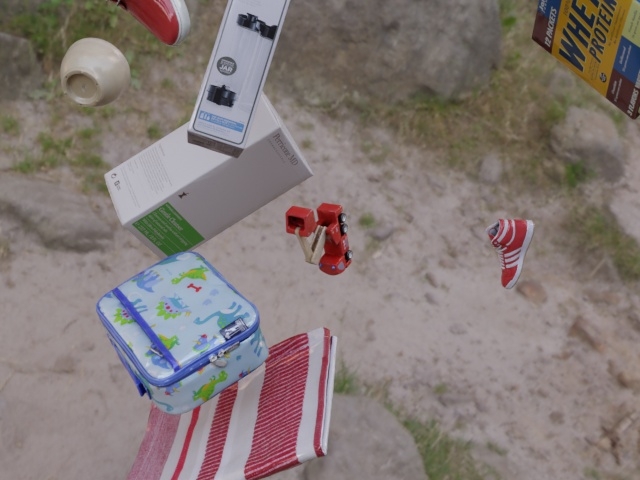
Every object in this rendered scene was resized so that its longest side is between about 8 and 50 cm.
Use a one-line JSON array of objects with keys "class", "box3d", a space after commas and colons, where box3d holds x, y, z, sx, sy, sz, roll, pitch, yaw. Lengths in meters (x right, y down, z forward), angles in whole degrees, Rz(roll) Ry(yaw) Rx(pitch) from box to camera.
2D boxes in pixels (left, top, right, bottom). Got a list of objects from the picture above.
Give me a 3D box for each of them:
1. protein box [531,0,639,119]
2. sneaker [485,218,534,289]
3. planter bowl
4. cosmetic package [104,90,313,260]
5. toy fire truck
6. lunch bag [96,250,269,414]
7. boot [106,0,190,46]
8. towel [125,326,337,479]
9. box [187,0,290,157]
[{"class": "protein box", "box3d": [0.408, -0.280, 1.056, 0.200, 0.136, 0.201, -19, 48, -18]}, {"class": "sneaker", "box3d": [0.280, 0.019, 1.328, 0.067, 0.118, 0.042, 7, 25, -10]}, {"class": "planter bowl", "box3d": [-0.539, -0.378, 2.024, 0.162, 0.162, 0.109, 23, 36, -7]}, {"class": "cosmetic package", "box3d": [-0.225, -0.135, 1.762, 0.155, 0.366, 0.197, 63, 7, 34]}, {"class": "toy fire truck", "box3d": [0.000, 0.000, 1.620, 0.047, 0.192, 0.135, 11, 39, 29]}, {"class": "lunch bag", "box3d": [-0.186, 0.117, 1.141, 0.176, 0.090, 0.219, -30, 42, -18]}, {"class": "boot", "box3d": [-0.316, -0.366, 1.254, 0.244, 0.088, 0.176, 50, 44, 11]}, {"class": "towel", "box3d": [-0.129, 0.257, 1.223, 0.037, 0.329, 0.237, 54, 24, -29]}, {"class": "box", "box3d": [-0.120, -0.281, 1.319, 0.087, 0.290, 0.169, 17, -3, -8]}]
